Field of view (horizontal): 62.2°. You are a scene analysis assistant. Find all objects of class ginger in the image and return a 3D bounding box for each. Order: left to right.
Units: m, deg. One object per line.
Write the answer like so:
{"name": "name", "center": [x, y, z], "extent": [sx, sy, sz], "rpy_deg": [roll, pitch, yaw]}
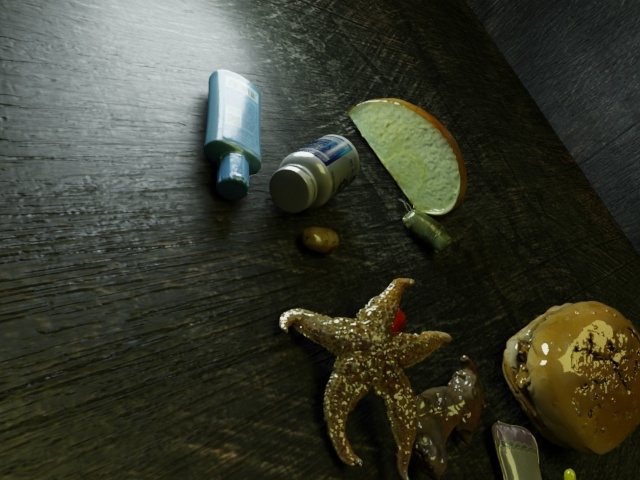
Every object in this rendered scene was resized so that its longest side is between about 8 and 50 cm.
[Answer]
{"name": "ginger", "center": [0.214, 0.295, 0.897], "extent": [0.290, 0.084, 0.122], "rpy_deg": [-18, 98, -54]}

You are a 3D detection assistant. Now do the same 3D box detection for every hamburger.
{"name": "hamburger", "center": [0.559, 0.288, 1.133], "extent": [0.305, 0.174, 0.284], "rpy_deg": [-32, 90, -21]}

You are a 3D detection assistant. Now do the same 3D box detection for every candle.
{"name": "candle", "center": [0.112, 0.150, 0.917], "extent": [0.052, 0.052, 0.131], "rpy_deg": [53, 36, 1]}

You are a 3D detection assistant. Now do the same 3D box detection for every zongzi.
{"name": "zongzi", "center": [0.232, -0.035, 1.217], "extent": [0.154, 0.062, 0.130], "rpy_deg": [39, 15, 8]}

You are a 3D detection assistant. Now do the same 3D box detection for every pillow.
{"name": "pillow", "center": [0.367, 0.445, 0.954], "extent": [0.131, 0.038, 0.232], "rpy_deg": [25, 47, -29]}

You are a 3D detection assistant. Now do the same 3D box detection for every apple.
{"name": "apple", "center": [0.227, -0.211, 1.279], "extent": [0.179, 0.254, 0.346], "rpy_deg": [-37, 89, -13]}

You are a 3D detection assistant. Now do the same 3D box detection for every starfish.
{"name": "starfish", "center": [0.094, 0.178, 0.805], "extent": [0.302, 0.060, 0.299], "rpy_deg": [-37, 80, -34]}

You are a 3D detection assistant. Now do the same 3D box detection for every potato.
{"name": "potato", "center": [0.000, 0.000, 0.930], "extent": [0.083, 0.040, 0.051], "rpy_deg": [9, 45, -45]}

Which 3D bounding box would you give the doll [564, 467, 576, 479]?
{"name": "doll", "center": [0.466, 0.535, 0.938], "extent": [0.135, 0.099, 0.241], "rpy_deg": [26, 45, -25]}

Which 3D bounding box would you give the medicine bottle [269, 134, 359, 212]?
{"name": "medicine bottle", "center": [-0.010, -0.120, 0.962], "extent": [0.107, 0.107, 0.191], "rpy_deg": [51, 37, -2]}

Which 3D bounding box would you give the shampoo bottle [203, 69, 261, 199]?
{"name": "shampoo bottle", "center": [-0.148, -0.180, 0.904], "extent": [0.104, 0.061, 0.258], "rpy_deg": [24, 45, -34]}
